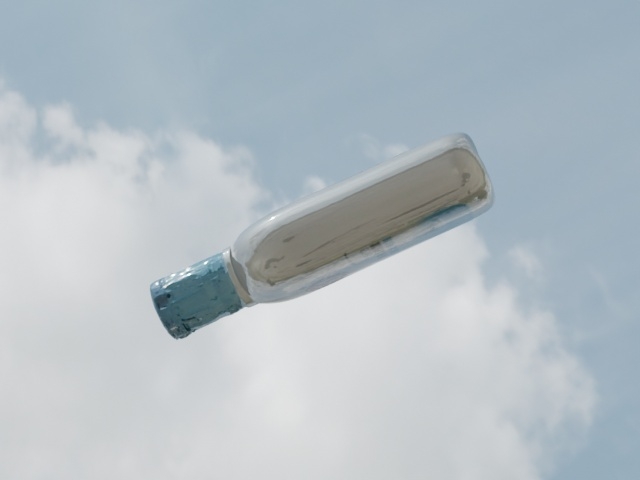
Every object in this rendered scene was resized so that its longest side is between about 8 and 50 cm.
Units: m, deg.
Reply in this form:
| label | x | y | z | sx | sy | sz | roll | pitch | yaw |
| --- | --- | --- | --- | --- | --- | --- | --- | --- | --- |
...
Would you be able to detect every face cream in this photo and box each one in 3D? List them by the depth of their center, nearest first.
| label | x | y | z | sx | sy | sz | roll | pitch | yaw |
| --- | --- | --- | --- | --- | --- | --- | --- | --- | --- |
| face cream | 0.000 | 0.000 | 1.321 | 0.336 | 0.163 | 0.080 | -24 | -101 | 4 |
